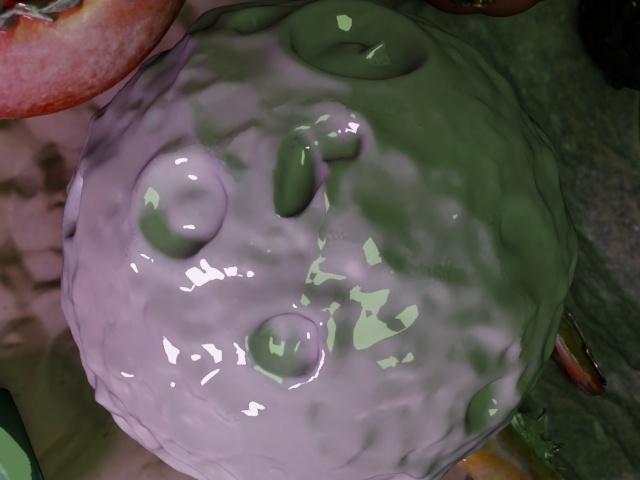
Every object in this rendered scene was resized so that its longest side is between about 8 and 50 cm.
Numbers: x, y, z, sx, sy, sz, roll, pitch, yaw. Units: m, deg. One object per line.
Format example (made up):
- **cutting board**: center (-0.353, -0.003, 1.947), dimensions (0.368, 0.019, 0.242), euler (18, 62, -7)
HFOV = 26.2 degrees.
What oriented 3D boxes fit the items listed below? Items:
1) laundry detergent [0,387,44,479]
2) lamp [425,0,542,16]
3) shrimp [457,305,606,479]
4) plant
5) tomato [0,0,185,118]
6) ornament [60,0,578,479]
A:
- **laundry detergent**: center (-0.300, 0.189, 0.960), dimensions (0.210, 0.063, 0.137), euler (-20, 105, -16)
- **lamp**: center (0.121, -0.249, 0.997), dimensions (0.182, 0.140, 0.182), euler (3, 139, 3)
- **shrimp**: center (0.173, 0.131, 1.157), dimensions (0.253, 0.058, 0.173), euler (37, 77, -24)
- **plant**: center (0.301, -0.170, 1.062), dimensions (0.131, 0.203, 0.142), euler (-46, 109, -16)
- **tomato**: center (-0.200, -0.215, 0.823), dimensions (0.270, 0.227, 0.270), euler (-9, 122, -14)
- **ornament**: center (0.000, 0.000, 0.888), dimensions (0.337, 0.337, 0.337), euler (-5, 103, -22)
